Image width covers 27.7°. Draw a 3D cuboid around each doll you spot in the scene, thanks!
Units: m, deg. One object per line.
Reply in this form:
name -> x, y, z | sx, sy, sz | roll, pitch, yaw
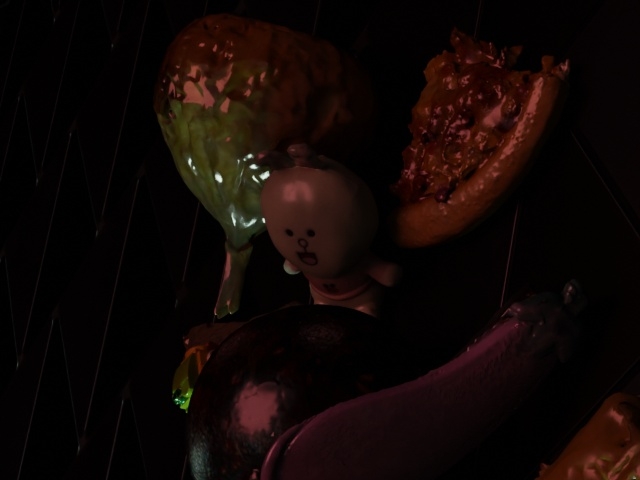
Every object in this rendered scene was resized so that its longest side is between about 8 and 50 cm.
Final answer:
doll -> -0.095, 0.202, 1.579 | 0.106, 0.186, 0.134 | -45, 13, 39
doll -> 0.006, -0.004, 1.475 | 0.154, 0.275, 0.113 | 0, 33, 31

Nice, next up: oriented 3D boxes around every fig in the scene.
fig -> -0.091, -0.088, 1.581 | 0.286, 0.286, 0.369 | 6, 75, 58

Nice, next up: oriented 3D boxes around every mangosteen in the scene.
mangosteen -> -0.004, 0.193, 1.362 | 0.288, 0.288, 0.288 | -31, 51, 48

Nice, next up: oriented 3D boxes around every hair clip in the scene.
hair clip -> 0.102, 0.157, 1.212 | 0.358, 0.110, 0.095 | -36, 63, -12

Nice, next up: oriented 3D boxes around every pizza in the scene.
pizza -> 0.152, -0.129, 1.424 | 0.289, 0.081, 0.229 | -47, 40, 39

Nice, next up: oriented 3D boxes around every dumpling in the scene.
dumpling -> -0.130, 0.172, 1.733 | 0.332, 0.086, 0.166 | -22, 55, 57

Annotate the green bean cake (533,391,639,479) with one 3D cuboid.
green bean cake -> 0.257, 0.259, 1.029 | 0.224, 0.131, 0.230 | -57, 35, 22
